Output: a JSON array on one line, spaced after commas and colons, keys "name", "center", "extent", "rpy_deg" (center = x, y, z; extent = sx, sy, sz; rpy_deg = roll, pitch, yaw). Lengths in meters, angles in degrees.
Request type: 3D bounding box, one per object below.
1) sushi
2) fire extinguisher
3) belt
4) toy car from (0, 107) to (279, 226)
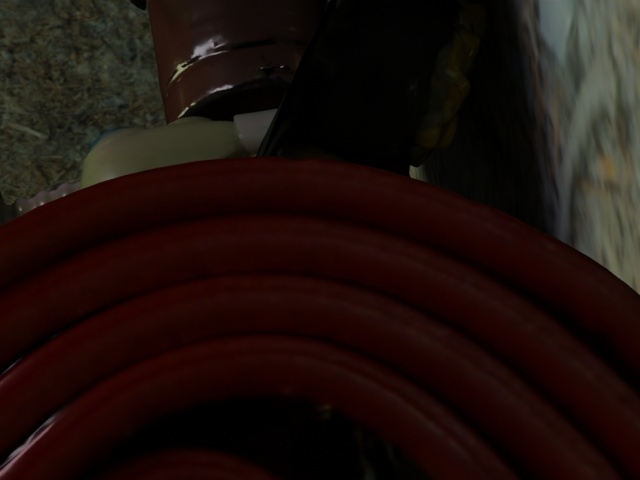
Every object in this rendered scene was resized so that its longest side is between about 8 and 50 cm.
[{"name": "sushi", "center": [0.000, 0.000, 0.673], "extent": [0.290, 0.050, 0.264], "rpy_deg": [114, -179, -75]}, {"name": "fire extinguisher", "center": [-0.073, -0.205, 1.113], "extent": [0.141, 0.105, 0.341], "rpy_deg": [28, -138, -51]}, {"name": "belt", "center": [-0.003, 0.153, 0.339], "extent": [0.115, 0.227, 0.323], "rpy_deg": [88, 173, -69]}, {"name": "toy car", "center": [-0.063, 0.122, 0.973], "extent": [0.242, 0.226, 0.336], "rpy_deg": [89, 171, -62]}]
